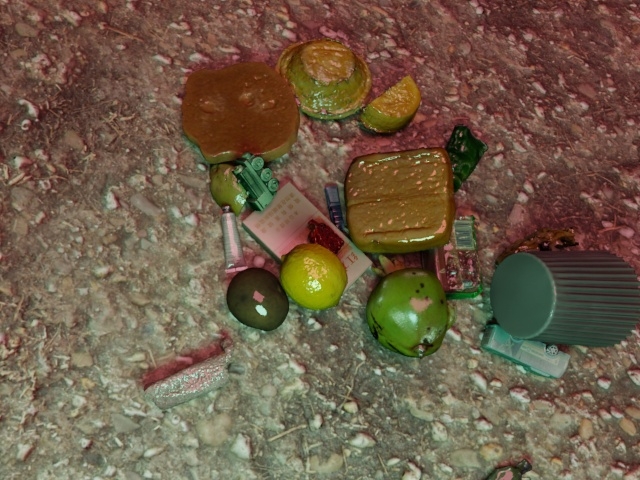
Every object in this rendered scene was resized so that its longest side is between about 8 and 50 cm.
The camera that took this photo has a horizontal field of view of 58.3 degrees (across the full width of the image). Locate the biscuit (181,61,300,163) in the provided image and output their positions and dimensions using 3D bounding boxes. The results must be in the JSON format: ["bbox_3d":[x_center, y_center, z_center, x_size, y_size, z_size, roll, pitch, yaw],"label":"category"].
[{"bbox_3d":[-0.249,-0.397,1.796,0.364,0.062,0.385,-9,62,-6],"label":"biscuit"}]

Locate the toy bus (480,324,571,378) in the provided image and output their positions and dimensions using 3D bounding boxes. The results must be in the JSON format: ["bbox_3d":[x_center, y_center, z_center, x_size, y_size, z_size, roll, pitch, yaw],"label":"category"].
[{"bbox_3d":[0.623,0.333,1.747,0.261,0.091,0.109,24,78,-2],"label":"toy bus"}]

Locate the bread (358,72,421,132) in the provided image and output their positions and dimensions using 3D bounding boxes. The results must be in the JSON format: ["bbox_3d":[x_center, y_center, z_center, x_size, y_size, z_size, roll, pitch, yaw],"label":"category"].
[{"bbox_3d":[0.246,-0.442,1.909,0.229,0.143,0.139,-39,82,-19],"label":"bread"}]

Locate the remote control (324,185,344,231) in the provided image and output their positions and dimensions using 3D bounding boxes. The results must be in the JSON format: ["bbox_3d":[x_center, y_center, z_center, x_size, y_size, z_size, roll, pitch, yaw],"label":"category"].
[{"bbox_3d":[0.047,-0.100,1.807,0.043,0.027,0.153,-8,71,-10],"label":"remote control"}]

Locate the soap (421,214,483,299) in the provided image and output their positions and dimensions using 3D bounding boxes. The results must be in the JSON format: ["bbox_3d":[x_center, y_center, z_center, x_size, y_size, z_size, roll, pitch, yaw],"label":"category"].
[{"bbox_3d":[0.412,0.044,1.795,0.217,0.098,0.274,1,71,-12],"label":"soap"}]

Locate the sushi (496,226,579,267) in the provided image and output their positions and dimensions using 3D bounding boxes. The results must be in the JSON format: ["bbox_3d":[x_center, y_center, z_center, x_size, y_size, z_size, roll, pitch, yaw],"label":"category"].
[{"bbox_3d":[0.707,0.032,1.846,0.290,0.139,0.131,-15,82,-18],"label":"sushi"}]

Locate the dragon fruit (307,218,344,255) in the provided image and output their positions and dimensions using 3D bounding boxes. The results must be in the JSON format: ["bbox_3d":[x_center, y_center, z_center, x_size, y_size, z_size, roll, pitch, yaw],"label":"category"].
[{"bbox_3d":[-0.001,0.003,1.698,0.131,0.063,0.097,43,34,5],"label":"dragon fruit"}]

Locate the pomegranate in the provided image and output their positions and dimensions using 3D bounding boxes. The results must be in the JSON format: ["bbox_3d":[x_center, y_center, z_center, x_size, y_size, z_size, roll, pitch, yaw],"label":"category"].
[{"bbox_3d":[0.242,0.180,1.640,0.260,0.261,0.341,-14,45,-17],"label":"pomegranate"}]

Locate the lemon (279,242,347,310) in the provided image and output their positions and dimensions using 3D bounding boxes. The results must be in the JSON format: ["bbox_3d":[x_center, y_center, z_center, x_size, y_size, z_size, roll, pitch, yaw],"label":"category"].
[{"bbox_3d":[-0.020,0.099,1.587,0.180,0.181,0.193,-35,70,-21],"label":"lemon"}]

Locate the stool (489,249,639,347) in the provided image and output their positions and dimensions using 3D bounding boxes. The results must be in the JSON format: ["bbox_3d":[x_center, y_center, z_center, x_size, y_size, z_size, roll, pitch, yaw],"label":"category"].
[{"bbox_3d":[0.702,0.166,1.670,0.330,0.297,0.297,4,69,-26],"label":"stool"}]

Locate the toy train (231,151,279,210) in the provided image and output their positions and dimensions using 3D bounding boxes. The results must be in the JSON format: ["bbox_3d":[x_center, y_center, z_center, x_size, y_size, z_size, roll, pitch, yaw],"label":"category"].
[{"bbox_3d":[-0.192,-0.177,1.677,0.111,0.071,0.170,-50,131,-18],"label":"toy train"}]

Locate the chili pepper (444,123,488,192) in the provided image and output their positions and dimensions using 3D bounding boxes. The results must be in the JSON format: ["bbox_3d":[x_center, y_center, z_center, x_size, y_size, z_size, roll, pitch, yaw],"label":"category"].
[{"bbox_3d":[0.453,-0.256,1.916,0.136,0.099,0.270,45,59,-21],"label":"chili pepper"}]

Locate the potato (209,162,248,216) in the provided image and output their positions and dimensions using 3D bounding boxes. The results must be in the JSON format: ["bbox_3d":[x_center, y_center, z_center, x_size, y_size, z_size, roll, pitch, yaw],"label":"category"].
[{"bbox_3d":[-0.283,-0.159,1.727,0.149,0.081,0.120,22,65,-4],"label":"potato"}]

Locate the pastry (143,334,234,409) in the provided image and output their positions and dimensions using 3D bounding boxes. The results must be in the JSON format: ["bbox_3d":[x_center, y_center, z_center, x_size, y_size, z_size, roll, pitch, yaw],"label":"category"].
[{"bbox_3d":[-0.329,0.364,1.520,0.265,0.103,0.112,-31,86,-18],"label":"pastry"}]

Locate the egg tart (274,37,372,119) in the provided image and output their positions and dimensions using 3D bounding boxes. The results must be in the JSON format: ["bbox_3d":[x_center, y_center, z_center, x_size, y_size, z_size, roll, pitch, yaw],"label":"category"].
[{"bbox_3d":[0.015,-0.560,1.909,0.341,0.132,0.342,3,70,-9],"label":"egg tart"}]

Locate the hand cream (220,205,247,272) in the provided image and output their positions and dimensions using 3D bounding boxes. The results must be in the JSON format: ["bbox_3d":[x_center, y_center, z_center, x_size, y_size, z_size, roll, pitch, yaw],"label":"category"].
[{"bbox_3d":[-0.263,-0.004,1.697,0.067,0.042,0.195,-8,84,-16],"label":"hand cream"}]

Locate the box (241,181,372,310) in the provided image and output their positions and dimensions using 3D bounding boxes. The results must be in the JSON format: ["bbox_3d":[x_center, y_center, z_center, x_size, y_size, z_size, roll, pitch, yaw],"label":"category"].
[{"bbox_3d":[-0.040,0.013,1.733,0.365,0.051,0.204,44,68,5],"label":"box"}]

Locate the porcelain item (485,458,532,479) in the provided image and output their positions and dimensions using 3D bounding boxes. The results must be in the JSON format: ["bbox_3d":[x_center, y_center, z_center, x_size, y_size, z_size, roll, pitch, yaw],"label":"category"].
[{"bbox_3d":[0.504,0.679,1.602,0.215,0.069,0.081,-30,67,-19],"label":"porcelain item"}]

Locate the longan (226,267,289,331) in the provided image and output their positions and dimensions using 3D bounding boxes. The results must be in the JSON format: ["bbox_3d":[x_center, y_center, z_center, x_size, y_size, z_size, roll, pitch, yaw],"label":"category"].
[{"bbox_3d":[-0.173,0.165,1.586,0.187,0.167,0.167,35,66,20],"label":"longan"}]

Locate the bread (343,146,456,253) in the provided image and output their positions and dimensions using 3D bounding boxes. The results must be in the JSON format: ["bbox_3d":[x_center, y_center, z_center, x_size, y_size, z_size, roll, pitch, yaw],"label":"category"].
[{"bbox_3d":[0.243,-0.110,1.751,0.336,0.148,0.328,-8,69,15],"label":"bread"}]
